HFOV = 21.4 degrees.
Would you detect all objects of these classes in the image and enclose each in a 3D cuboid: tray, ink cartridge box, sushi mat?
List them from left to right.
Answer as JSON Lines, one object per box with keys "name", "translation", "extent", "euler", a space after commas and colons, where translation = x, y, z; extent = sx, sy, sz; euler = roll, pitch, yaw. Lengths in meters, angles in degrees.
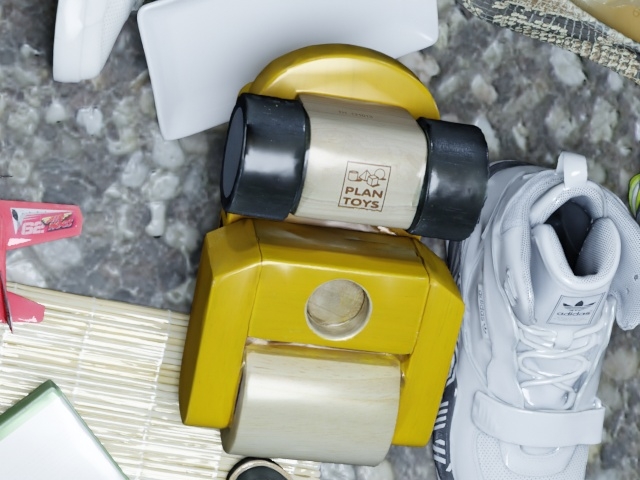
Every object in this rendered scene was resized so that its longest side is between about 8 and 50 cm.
{"name": "ink cartridge box", "translation": [-0.215, 0.256, 1.367], "extent": [0.171, 0.056, 0.235], "euler": [-37, 100, -8]}
{"name": "sushi mat", "translation": [-0.144, 0.131, 1.425], "extent": [0.316, 0.019, 0.151], "euler": [11, 82, -12]}
{"name": "tray", "translation": [-0.026, -0.190, 1.452], "extent": [0.270, 0.145, 0.030], "euler": [-22, 46, -15]}

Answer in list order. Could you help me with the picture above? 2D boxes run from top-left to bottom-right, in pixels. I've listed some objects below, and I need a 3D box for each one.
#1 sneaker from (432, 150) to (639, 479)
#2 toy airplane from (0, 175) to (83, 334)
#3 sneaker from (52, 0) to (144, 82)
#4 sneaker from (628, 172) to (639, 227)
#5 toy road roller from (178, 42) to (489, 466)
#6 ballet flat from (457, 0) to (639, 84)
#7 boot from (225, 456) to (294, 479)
{"name": "sneaker", "translation": [0.183, 0.102, 1.403], "extent": [0.137, 0.210, 0.366], "euler": [1, 83, -12]}
{"name": "toy airplane", "translation": [-0.265, 0.012, 1.397], "extent": [0.151, 0.028, 0.151], "euler": [9, 63, -18]}
{"name": "sneaker", "translation": [-0.124, -0.259, 1.431], "extent": [0.169, 0.108, 0.293], "euler": [14, 79, -8]}
{"name": "sneaker", "translation": [0.410, -0.038, 1.451], "extent": [0.300, 0.121, 0.111], "euler": [-17, 113, 22]}
{"name": "toy road roller", "translation": [0.000, 0.000, 1.398], "extent": [0.202, 0.240, 0.330], "euler": [7, 112, -12]}
{"name": "ballet flat", "translation": [0.342, -0.197, 1.491], "extent": [0.482, 0.182, 0.164], "euler": [20, 78, -10]}
{"name": "boot", "translation": [0.004, 0.267, 1.372], "extent": [0.198, 0.137, 0.077], "euler": [39, 88, -11]}
